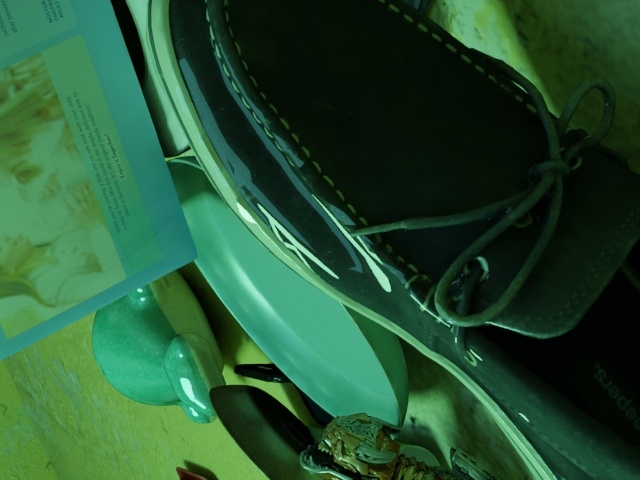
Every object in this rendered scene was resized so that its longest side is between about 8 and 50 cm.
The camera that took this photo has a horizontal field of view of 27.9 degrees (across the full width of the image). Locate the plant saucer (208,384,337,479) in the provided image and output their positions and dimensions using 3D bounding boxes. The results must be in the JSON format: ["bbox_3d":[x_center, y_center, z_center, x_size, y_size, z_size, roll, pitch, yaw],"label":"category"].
[{"bbox_3d":[-0.038,0.220,1.391,0.198,0.036,0.198,45,-176,-4],"label":"plant saucer"}]

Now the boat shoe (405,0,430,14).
[{"bbox_3d":[0.019,-0.133,0.881,0.102,0.108,0.301,54,149,19],"label":"boat shoe"}]

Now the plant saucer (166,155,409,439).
[{"bbox_3d":[-0.026,0.045,1.154,0.317,0.044,0.317,44,161,20],"label":"plant saucer"}]

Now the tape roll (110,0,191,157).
[{"bbox_3d":[-0.153,-0.219,1.132,0.286,0.100,0.286,46,154,30],"label":"tape roll"}]

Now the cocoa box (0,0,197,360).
[{"bbox_3d":[-0.295,-0.109,1.125,0.228,0.231,0.347,28,141,53],"label":"cocoa box"}]

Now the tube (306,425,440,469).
[{"bbox_3d":[0.050,0.231,1.303,0.240,0.062,0.070,168,103,-72],"label":"tube"}]

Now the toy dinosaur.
[{"bbox_3d":[0.103,0.290,1.113,0.218,0.164,0.322,-44,80,28],"label":"toy dinosaur"}]

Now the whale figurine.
[{"bbox_3d":[-0.193,0.137,1.543,0.216,0.141,0.272,69,169,-19],"label":"whale figurine"}]

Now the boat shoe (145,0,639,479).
[{"bbox_3d":[0.111,0.001,0.707,0.500,0.187,0.156,47,152,-2],"label":"boat shoe"}]

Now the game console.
[{"bbox_3d":[-0.024,0.169,1.367,0.122,0.107,0.071,-2,87,64],"label":"game console"}]

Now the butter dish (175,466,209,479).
[{"bbox_3d":[-0.205,0.449,2.009,0.160,0.118,0.160,-3,114,65],"label":"butter dish"}]
